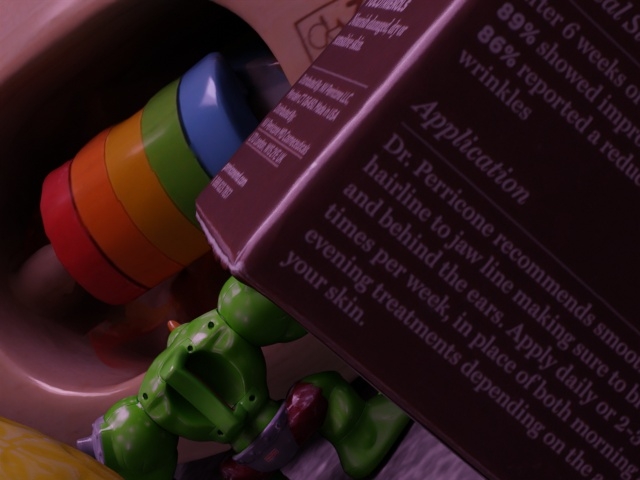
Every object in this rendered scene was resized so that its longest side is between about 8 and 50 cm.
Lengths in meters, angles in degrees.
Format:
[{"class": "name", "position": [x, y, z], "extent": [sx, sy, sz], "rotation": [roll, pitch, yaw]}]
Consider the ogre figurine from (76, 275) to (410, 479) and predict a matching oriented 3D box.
[{"class": "ogre figurine", "position": [-0.031, 0.085, 0.848], "extent": [0.197, 0.118, 0.097], "rotation": [-42, 16, 25]}]

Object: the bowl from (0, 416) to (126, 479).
[{"class": "bowl", "position": [-0.086, 0.204, 0.573], "extent": [0.156, 0.289, 0.289], "rotation": [4, 39, 16]}]

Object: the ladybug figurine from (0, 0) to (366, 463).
[{"class": "ladybug figurine", "position": [-0.063, -0.039, 0.989], "extent": [0.449, 0.305, 0.162], "rotation": [-27, -7, 30]}]

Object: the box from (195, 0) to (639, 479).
[{"class": "box", "position": [0.148, -0.088, 0.615], "extent": [0.381, 0.191, 0.143], "rotation": [-48, 15, 2]}]
